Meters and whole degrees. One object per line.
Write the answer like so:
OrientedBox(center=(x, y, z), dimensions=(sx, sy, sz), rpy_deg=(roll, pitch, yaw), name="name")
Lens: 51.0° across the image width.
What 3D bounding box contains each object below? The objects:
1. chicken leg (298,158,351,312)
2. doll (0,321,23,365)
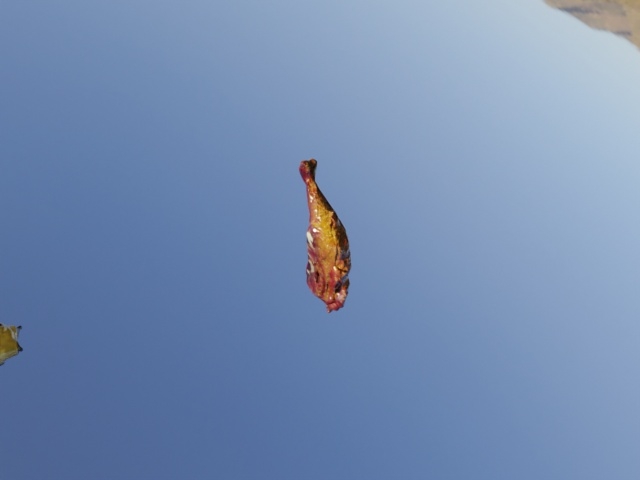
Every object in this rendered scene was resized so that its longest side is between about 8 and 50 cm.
OrientedBox(center=(0.003, 0.004, 0.884), dimensions=(0.048, 0.219, 0.089), rpy_deg=(-24, -147, -27), name="chicken leg")
OrientedBox(center=(-0.602, 0.178, 1.004), dimensions=(0.291, 0.086, 0.117), rpy_deg=(-11, -157, -20), name="doll")
